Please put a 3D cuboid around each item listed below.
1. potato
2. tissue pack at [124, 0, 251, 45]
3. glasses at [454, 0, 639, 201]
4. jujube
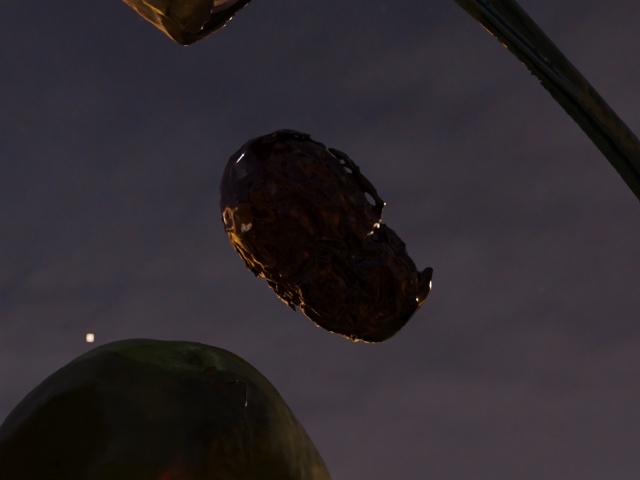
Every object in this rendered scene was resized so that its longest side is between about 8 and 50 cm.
[{"bbox_3d":[-0.086,0.169,0.589,0.186,0.253,0.148,10,9,13],"label":"potato"},{"bbox_3d":[-0.072,-0.313,0.958,0.242,0.344,0.125,39,-38,7],"label":"tissue pack"},{"bbox_3d":[0.087,-0.042,0.228,0.189,0.088,0.220,-5,-53,42],"label":"glasses"},{"bbox_3d":[-0.003,0.003,0.906,0.104,0.166,0.104,-38,-1,-1],"label":"jujube"}]
